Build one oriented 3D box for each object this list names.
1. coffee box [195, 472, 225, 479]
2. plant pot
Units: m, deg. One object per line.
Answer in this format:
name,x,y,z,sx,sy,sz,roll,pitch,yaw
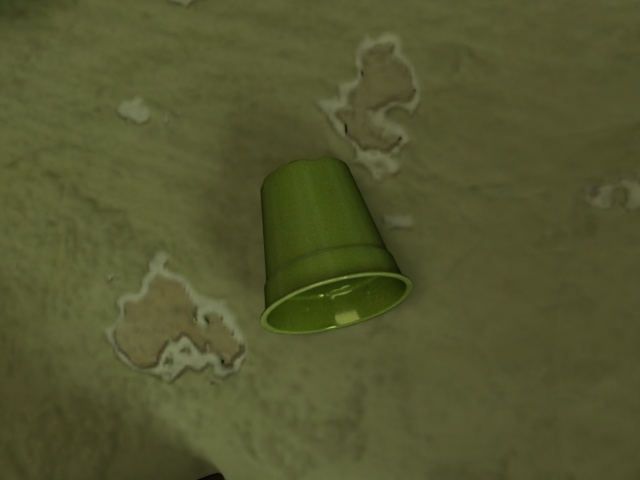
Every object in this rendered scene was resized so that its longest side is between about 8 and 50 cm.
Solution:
coffee box,-0.187,0.238,0.554,0.297,0.168,0.118,-24,79,11
plant pot,0.000,0.000,0.576,0.083,0.083,0.079,-20,67,13
